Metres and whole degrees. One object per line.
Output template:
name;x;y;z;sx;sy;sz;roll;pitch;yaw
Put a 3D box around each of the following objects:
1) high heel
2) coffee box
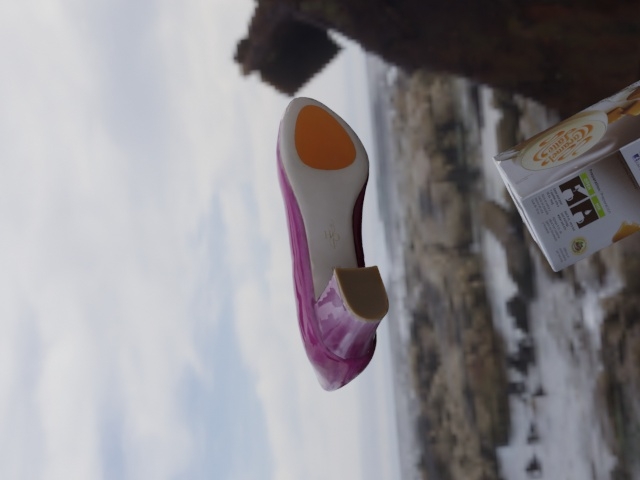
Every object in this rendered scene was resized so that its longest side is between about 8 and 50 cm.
high heel;0.000;0.000;1.136;0.117;0.082;0.244;116;142;-48
coffee box;0.321;-0.085;1.435;0.098;0.246;0.141;60;-173;-23
